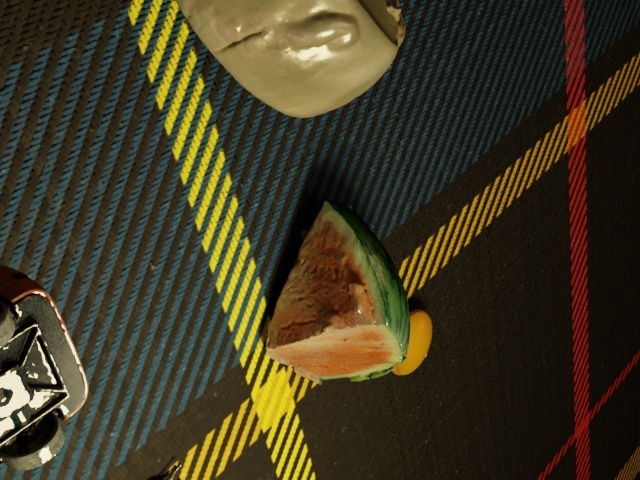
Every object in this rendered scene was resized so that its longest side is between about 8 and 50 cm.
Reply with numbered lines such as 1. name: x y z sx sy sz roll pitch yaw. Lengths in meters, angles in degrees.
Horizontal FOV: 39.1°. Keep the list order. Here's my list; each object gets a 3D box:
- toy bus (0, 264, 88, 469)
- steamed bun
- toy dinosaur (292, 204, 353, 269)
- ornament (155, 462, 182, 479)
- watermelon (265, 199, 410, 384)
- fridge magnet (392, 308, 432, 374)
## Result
1. toy bus: -0.479 0.195 0.950 0.427 0.233 0.203 -35 131 -32
2. steamed bun: -0.036 -0.300 1.190 0.247 0.236 0.383 -27 143 19
3. toy dinosaur: -0.003 -0.011 1.556 0.180 0.037 0.058 -41 135 -20
4. ornament: -0.269 0.417 1.453 0.125 0.028 0.073 -34 130 -38
5. watermelon: 0.071 0.138 1.550 0.292 0.222 0.319 27 93 -52
6. fridge magnet: 0.180 0.208 1.851 0.143 0.063 0.143 -26 126 -42
